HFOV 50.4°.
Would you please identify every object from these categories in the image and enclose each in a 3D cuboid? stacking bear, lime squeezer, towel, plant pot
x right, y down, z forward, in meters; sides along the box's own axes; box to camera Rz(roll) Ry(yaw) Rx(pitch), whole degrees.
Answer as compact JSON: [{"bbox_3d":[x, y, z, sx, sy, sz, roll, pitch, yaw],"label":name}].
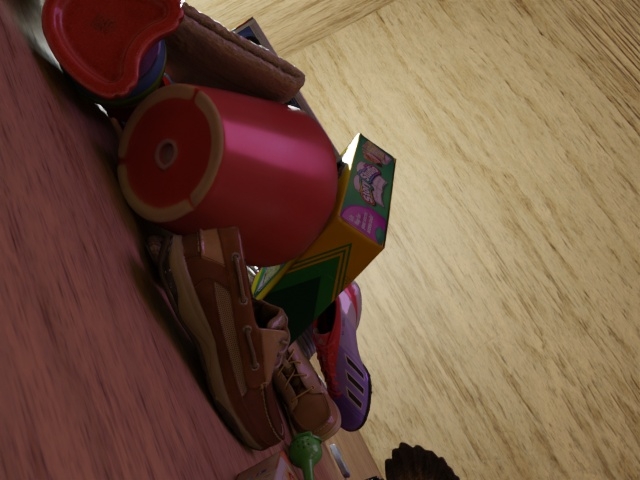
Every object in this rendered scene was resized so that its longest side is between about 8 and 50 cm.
[{"bbox_3d":[-0.301,-0.264,1.025,0.164,0.175,0.289,32,-12,-1],"label":"stacking bear"},{"bbox_3d":[-0.014,0.380,1.174,0.110,0.059,0.310,62,-2,-1],"label":"lime squeezer"},{"bbox_3d":[-0.175,-0.290,1.110,0.282,0.049,0.187,26,-18,-16],"label":"towel"},{"bbox_3d":[-0.148,-0.105,1.019,0.243,0.275,0.275,12,45,-58],"label":"plant pot"}]

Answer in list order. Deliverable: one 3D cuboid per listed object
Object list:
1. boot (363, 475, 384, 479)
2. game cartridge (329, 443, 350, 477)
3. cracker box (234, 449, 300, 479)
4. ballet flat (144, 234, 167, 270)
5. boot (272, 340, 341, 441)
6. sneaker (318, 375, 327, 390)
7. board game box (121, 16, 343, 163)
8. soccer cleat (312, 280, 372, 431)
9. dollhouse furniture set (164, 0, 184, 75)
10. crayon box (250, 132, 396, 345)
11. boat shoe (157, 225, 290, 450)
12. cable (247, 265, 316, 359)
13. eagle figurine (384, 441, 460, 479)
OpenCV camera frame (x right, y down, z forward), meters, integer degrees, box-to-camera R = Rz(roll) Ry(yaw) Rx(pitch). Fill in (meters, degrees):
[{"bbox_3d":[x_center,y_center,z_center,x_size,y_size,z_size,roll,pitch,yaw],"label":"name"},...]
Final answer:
[{"bbox_3d":[0.149,0.706,1.583,0.264,0.096,0.280,92,-22,-73],"label":"boot"},{"bbox_3d":[0.050,0.563,1.739,0.083,0.017,0.056,61,3,33],"label":"game cartridge"},{"bbox_3d":[-0.034,0.315,0.665,0.155,0.067,0.232,61,-2,4],"label":"cracker box"},{"bbox_3d":[-0.195,0.030,0.992,0.084,0.058,0.250,62,-1,9],"label":"ballet flat"},{"bbox_3d":[-0.059,0.254,1.321,0.203,0.095,0.262,63,-5,-27],"label":"boot"},{"bbox_3d":[-0.039,0.346,1.718,0.170,0.063,0.075,57,-1,-4],"label":"sneaker"},{"bbox_3d":[-0.168,-0.197,1.273,0.308,0.302,0.086,57,-1,-11],"label":"board game box"},{"bbox_3d":[0.030,0.230,1.382,0.116,0.109,0.318,5,79,-53],"label":"soccer cleat"},{"bbox_3d":[-0.436,-0.409,1.518,0.286,0.198,0.303,-76,176,-59],"label":"dollhouse furniture set"},{"bbox_3d":[0.000,0.000,1.274,0.106,0.313,0.363,36,29,-12],"label":"crayon box"},{"bbox_3d":[-0.097,0.128,0.871,0.122,0.120,0.324,-115,-174,-64],"label":"boat shoe"},{"bbox_3d":[-0.085,0.150,1.523,0.257,0.089,0.257,58,-15,-17],"label":"cable"},{"bbox_3d":[0.124,0.497,1.035,0.226,0.225,0.298,-70,151,-57],"label":"eagle figurine"}]
